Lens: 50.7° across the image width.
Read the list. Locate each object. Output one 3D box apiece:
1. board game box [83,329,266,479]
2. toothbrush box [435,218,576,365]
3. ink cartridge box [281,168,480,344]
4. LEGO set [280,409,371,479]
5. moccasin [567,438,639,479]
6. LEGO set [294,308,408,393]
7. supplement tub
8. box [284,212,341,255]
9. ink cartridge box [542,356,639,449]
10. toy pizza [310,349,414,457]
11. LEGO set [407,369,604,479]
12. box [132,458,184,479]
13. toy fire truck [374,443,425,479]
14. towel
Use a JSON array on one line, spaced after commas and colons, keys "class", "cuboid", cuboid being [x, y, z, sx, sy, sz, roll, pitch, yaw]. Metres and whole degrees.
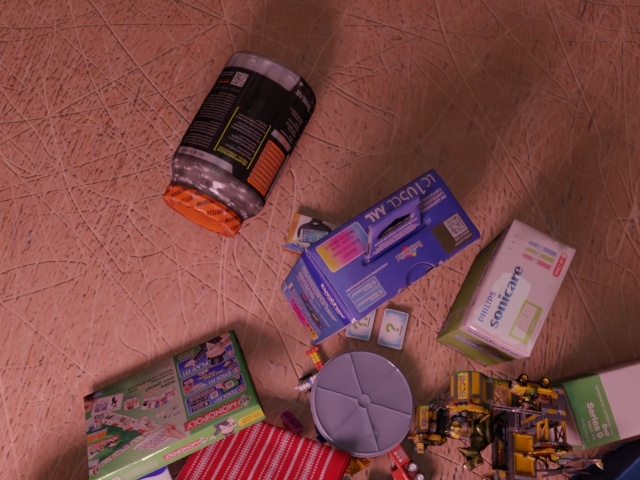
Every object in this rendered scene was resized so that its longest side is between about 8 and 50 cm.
[{"class": "board game box", "cuboid": [-0.278, 0.310, 1.256, 0.317, 0.046, 0.213, -24, 38, -5]}, {"class": "toothbrush box", "cuboid": [0.330, 0.108, 1.247, 0.122, 0.283, 0.206, 27, 77, 7]}, {"class": "ink cartridge box", "cuboid": [0.096, 0.035, 1.188, 0.270, 0.395, 0.151, -32, 85, -17]}, {"class": "LEGO set", "cuboid": [0.020, 0.417, 1.270, 0.087, 0.093, 0.227, -16, 42, -38]}, {"class": "moccasin", "cuboid": [0.500, 0.474, 1.215, 0.342, 0.117, 0.137, -21, 87, -21]}, {"class": "LEGO set", "cuboid": [0.060, 0.235, 1.332, 0.183, 0.060, 0.244, 14, 75, 6]}, {"class": "supplement tub", "cuboid": [-0.166, -0.190, 1.363, 0.207, 0.207, 0.337, 26, 77, 6]}, {"class": "box", "cuboid": [0.000, 0.000, 1.407, 0.136, 0.028, 0.081, 15, 76, 6]}, {"class": "ink cartridge box", "cuboid": [0.560, 0.285, 1.237, 0.289, 0.211, 0.121, -14, 76, -3]}, {"class": "toy pizza", "cuboid": [0.078, 0.307, 1.280, 0.201, 0.032, 0.201, 5, 65, -11]}, {"class": "LEGO set", "cuboid": [0.291, 0.368, 1.169, 0.255, 0.331, 0.192, 13, 60, -11]}, {"class": "box", "cuboid": [-0.277, 0.477, 1.235, 0.072, 0.126, 0.137, -24, 76, -4]}, {"class": "toy fire truck", "cuboid": [0.129, 0.465, 1.277, 0.135, 0.047, 0.192, -34, 77, -7]}, {"class": "towel", "cuboid": [-0.103, 0.409, 1.179, 0.275, 0.031, 0.198, 16, 46, 18]}]
